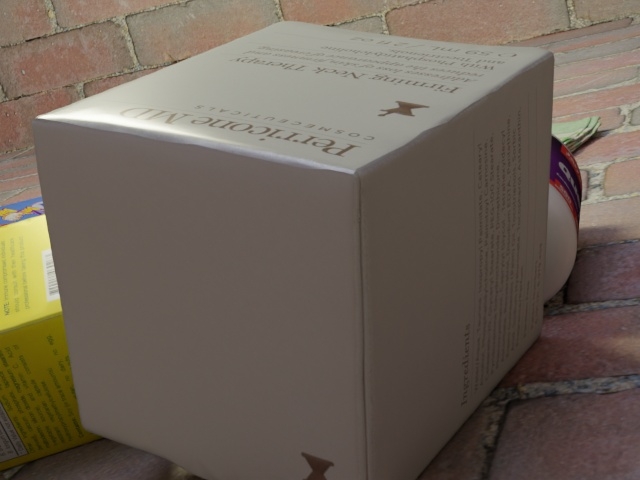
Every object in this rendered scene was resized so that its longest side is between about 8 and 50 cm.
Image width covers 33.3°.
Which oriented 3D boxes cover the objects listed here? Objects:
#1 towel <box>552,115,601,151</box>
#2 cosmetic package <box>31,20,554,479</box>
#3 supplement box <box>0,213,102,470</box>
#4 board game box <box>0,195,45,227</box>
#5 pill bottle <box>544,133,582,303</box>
[{"bbox_3d":[0.329,-0.153,1.907,0.248,0.038,0.325,-4,19,39],"label":"towel"},{"bbox_3d":[0.000,0.000,1.030,0.329,0.327,0.394,12,28,29],"label":"cosmetic package"},{"bbox_3d":[-0.367,0.122,1.212,0.357,0.194,0.195,-17,39,-7],"label":"supplement box"},{"bbox_3d":[-0.355,0.010,1.524,0.233,0.078,0.347,12,12,12],"label":"board game box"},{"bbox_3d":[0.233,-0.042,1.338,0.182,0.181,0.323,-10,17,19],"label":"pill bottle"}]
